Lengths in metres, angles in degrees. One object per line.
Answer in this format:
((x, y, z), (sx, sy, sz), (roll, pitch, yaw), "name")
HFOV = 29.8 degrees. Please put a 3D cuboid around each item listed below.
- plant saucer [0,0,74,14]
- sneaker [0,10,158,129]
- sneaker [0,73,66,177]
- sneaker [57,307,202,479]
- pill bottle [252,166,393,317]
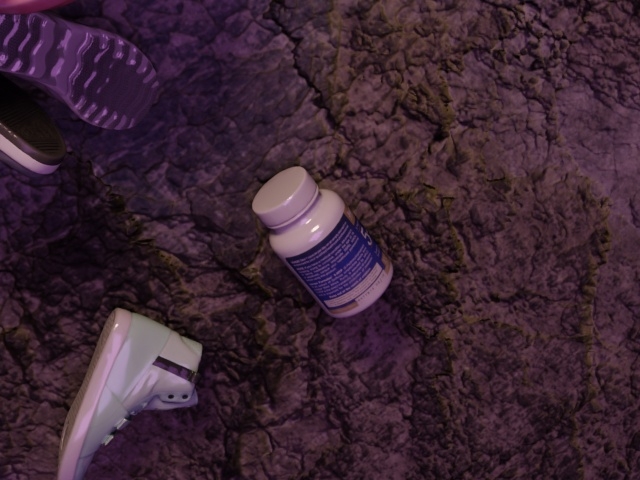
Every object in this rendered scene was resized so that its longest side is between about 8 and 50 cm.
((-0.251, -0.373, 1.219), (0.332, 0.332, 0.084), (-53, 144, 7), "plant saucer")
((-0.302, -0.219, 1.366), (0.281, 0.115, 0.105), (28, 97, -46), "sneaker")
((-0.428, -0.114, 1.309), (0.295, 0.124, 0.178), (37, 109, 12), "sneaker")
((-0.243, 0.227, 1.559), (0.151, 0.094, 0.256), (21, 101, -18), "sneaker")
((0.000, 0.000, 1.542), (0.112, 0.112, 0.186), (-39, 118, 0), "pill bottle")
